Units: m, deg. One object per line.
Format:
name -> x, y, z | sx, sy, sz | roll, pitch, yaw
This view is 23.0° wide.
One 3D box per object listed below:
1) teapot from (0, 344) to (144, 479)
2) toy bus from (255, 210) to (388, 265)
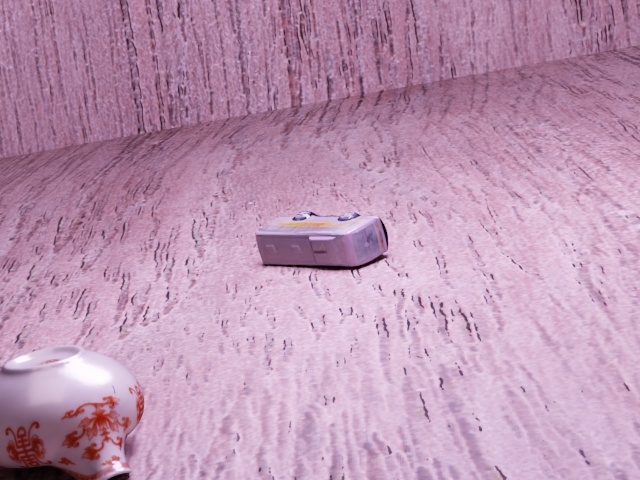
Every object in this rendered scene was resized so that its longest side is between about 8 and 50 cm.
teapot -> -0.247, 0.154, 1.441 | 0.159, 0.116, 0.245 | -28, 13, -20
toy bus -> 0.000, 0.000, 1.947 | 0.172, 0.057, 0.072 | 1, 24, 43
